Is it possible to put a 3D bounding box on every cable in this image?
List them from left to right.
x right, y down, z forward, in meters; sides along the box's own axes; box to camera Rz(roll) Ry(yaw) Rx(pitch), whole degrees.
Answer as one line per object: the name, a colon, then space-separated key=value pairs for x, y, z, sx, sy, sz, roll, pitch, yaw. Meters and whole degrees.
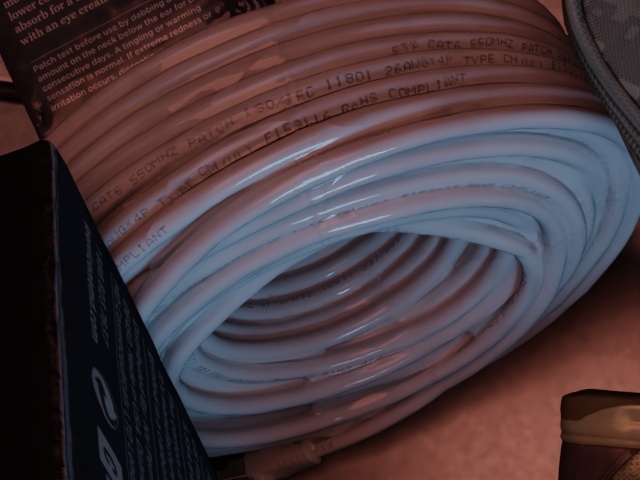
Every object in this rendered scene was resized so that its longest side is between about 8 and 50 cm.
cable: x=0.000 y=0.000 z=0.775 sx=0.257 sy=0.257 sz=0.089 roll=-25 pitch=65 yaw=5

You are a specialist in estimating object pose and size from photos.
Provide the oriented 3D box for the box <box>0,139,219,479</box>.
box: x=-0.146 y=0.217 z=0.664 sx=0.293 sy=0.395 sz=0.212 roll=-20 pitch=35 yaw=4

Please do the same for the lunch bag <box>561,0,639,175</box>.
lunch bag: x=0.225 y=-0.077 z=0.725 sx=0.256 sy=0.305 sz=0.212 roll=33 pitch=109 yaw=7

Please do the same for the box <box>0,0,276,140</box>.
box: x=-0.094 y=-0.133 z=0.868 sx=0.108 sy=0.153 sz=0.207 roll=-28 pitch=75 yaw=3

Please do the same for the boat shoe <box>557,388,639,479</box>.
boat shoe: x=0.206 y=0.108 z=0.816 sx=0.223 sy=0.080 sz=0.073 roll=9 pitch=92 yaw=8
